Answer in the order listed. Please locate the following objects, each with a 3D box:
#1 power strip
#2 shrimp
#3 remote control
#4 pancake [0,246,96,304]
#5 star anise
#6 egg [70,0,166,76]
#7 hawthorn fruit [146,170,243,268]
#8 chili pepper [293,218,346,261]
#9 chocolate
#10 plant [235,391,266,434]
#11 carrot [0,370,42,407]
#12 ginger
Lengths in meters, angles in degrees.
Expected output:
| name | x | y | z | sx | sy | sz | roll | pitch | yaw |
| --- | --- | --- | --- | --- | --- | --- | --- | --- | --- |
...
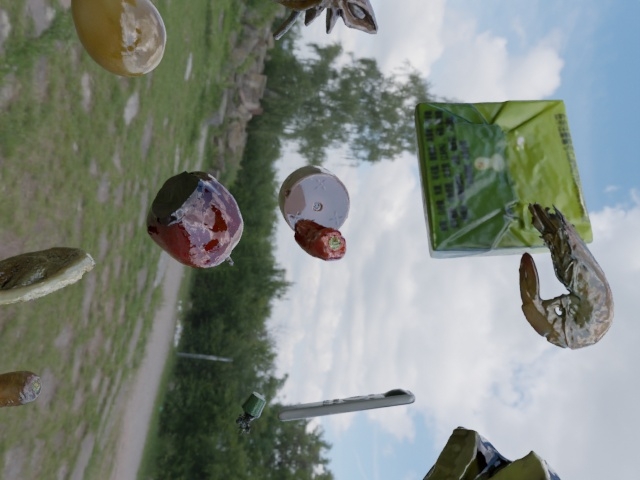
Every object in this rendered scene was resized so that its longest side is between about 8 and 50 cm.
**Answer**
| name | x | y | z | sx | sy | sz | roll | pitch | yaw |
| --- | --- | --- | --- | --- | --- | --- | --- | --- | --- |
| power strip | -0.012 | -0.083 | 1.202 | 0.078 | 0.154 | 0.154 | -128 | -136 | -65 |
| shrimp | 0.353 | 0.056 | 0.825 | 0.236 | 0.132 | 0.053 | 65 | 9 | -5 |
| remote control | 0.049 | 0.308 | 1.043 | 0.067 | 0.260 | 0.029 | 81 | 2 | -83 |
| pancake | -0.763 | 0.087 | 1.411 | 0.356 | 0.355 | 0.065 | -100 | -178 | -69 |
| star anise | 0.027 | -0.557 | 1.193 | 0.350 | 0.292 | 0.109 | 114 | -15 | -61 |
| egg | -0.611 | -0.654 | 1.665 | 0.323 | 0.250 | 0.250 | 60 | -3 | -6 |
| hawthorn fruit | -0.276 | -0.037 | 1.275 | 0.215 | 0.250 | 0.215 | -36 | -159 | 16 |
| chili pepper | 0.000 | 0.000 | 1.032 | 0.073 | 0.070 | 0.123 | 54 | -11 | -26 |
| chocolate | 0.330 | -0.112 | 1.060 | 0.137 | 0.288 | 0.301 | 92 | -5 | -74 |
| plant | -0.170 | 0.411 | 1.297 | 0.102 | 0.051 | 0.051 | -59 | -175 | -4 |
| carrot | -0.468 | 0.208 | 0.738 | 0.047 | 0.191 | 0.047 | -10 | 90 | -84 |
| ginger | 0.262 | 0.526 | 0.896 | 0.211 | 0.358 | 0.414 | 43 | 58 | -55 |
